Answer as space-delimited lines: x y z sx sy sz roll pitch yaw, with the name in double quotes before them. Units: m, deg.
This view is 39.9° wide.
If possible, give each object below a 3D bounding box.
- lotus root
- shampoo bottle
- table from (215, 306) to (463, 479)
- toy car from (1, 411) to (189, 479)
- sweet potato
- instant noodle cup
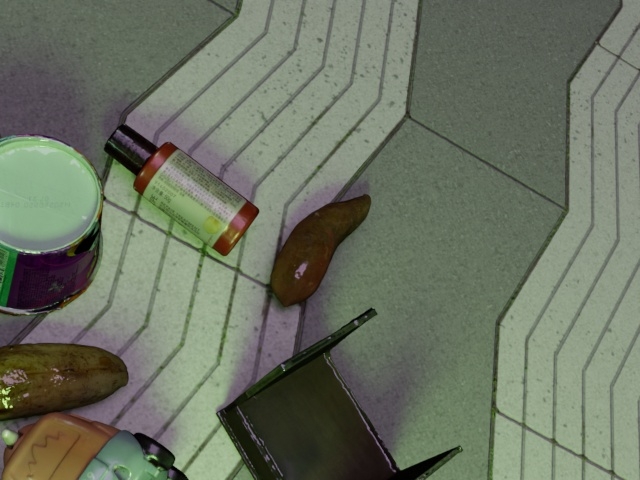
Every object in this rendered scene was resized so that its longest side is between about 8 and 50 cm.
"lotus root" -0.414 0.202 1.295 0.258 0.097 0.110 -6 66 -29
"shampoo bottle" -0.242 -0.094 1.498 0.278 0.104 0.104 37 58 -3
"table" 0.019 0.288 1.325 0.196 0.282 0.251 -25 79 -31
"toy car" -0.320 0.333 1.192 0.212 0.270 0.181 26 66 15
"sweet potato" 0.000 -0.002 1.566 0.097 0.097 0.292 39 57 -2
"instant noodle cup" -0.441 -0.032 1.333 0.251 0.190 0.251 9 64 -19
